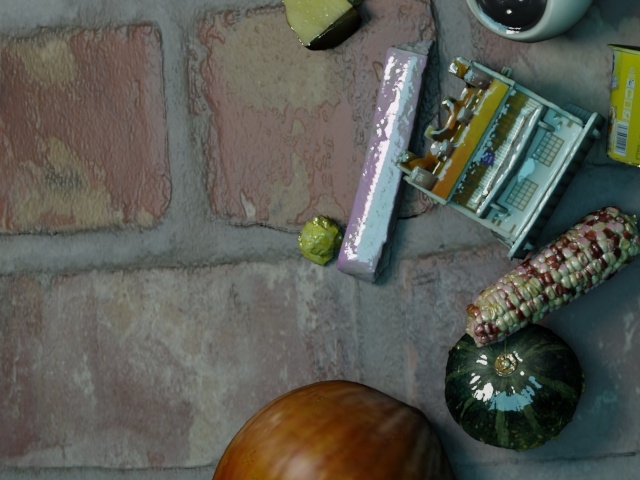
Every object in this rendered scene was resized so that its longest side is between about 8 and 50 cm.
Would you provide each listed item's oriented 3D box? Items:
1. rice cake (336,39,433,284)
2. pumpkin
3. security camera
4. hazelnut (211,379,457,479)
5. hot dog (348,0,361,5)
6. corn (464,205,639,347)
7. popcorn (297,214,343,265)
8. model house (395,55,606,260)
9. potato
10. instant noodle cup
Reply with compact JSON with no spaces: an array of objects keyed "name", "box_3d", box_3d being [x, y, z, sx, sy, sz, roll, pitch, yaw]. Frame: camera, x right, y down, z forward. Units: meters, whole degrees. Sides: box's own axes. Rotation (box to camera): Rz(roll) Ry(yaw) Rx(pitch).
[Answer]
[{"name":"rice cake","box_3d":[0.096,-0.117,1.890,0.072,0.056,0.365,15,96,14]},{"name":"pumpkin","box_3d":[0.264,0.197,1.799,0.190,0.146,0.190,-15,59,27]},{"name":"security camera","box_3d":[0.286,-0.385,1.764,0.194,0.194,0.236,3,97,17]},{"name":"hazelnut","box_3d":[0.023,0.375,1.807,0.372,0.315,0.372,2,80,-14]},{"name":"hot dog","box_3d":[0.049,-0.389,1.910,0.034,0.030,0.090,14,95,20]},{"name":"corn","box_3d":[0.312,0.046,1.766,0.280,0.092,0.092,-30,82,-10]},{"name":"popcorn","box_3d":[-0.003,0.000,1.921,0.059,0.068,0.083,33,132,22]},{"name":"model house","box_3d":[0.239,-0.116,1.769,0.215,0.198,0.224,28,98,-4]},{"name":"potato","box_3d":[-0.004,-0.337,1.910,0.096,0.066,0.103,-31,78,1]},{"name":"instant noodle cup","box_3d":[0.463,-0.170,1.712,0.205,0.205,0.153,12,100,16]}]
